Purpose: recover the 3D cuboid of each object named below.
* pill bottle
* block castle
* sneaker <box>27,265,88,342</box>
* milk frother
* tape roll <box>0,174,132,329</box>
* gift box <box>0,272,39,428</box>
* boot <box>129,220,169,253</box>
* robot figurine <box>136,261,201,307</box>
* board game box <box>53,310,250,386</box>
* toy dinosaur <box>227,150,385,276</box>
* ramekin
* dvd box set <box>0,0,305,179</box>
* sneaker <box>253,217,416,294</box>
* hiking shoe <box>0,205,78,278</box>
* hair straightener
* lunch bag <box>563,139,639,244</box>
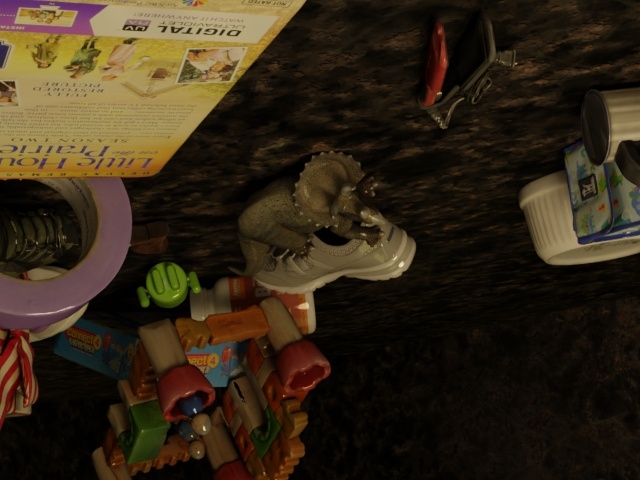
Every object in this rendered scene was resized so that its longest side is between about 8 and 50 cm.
[{"bbox_3d":[-0.121,0.119,1.791,0.216,0.121,0.121,-7,167,-4],"label":"pill bottle"},{"bbox_3d":[-0.187,0.321,1.687,0.303,0.213,0.453,-8,142,-34],"label":"block castle"},{"bbox_3d":[-0.439,0.096,1.604,0.152,0.114,0.305,-21,180,-44],"label":"sneaker"},{"bbox_3d":[0.357,-0.139,1.032,0.135,0.129,0.143,-7,124,-5],"label":"milk frother"},{"bbox_3d":[-0.281,-0.013,0.953,0.189,0.189,0.080,-2,166,-25],"label":"tape roll"},{"bbox_3d":[-0.522,0.140,1.351,0.258,0.255,0.276,-5,174,-2],"label":"gift box"},{"bbox_3d":[-0.262,0.000,1.389,0.106,0.037,0.114,-3,171,-12],"label":"boot"},{"bbox_3d":[-0.249,0.073,1.632,0.101,0.067,0.115,-18,169,-10],"label":"robot figurine"},{"bbox_3d":[-0.293,0.204,1.909,0.308,0.086,0.302,5,-176,-45],"label":"board game box"},{"bbox_3d":[-0.026,-0.038,1.242,0.313,0.121,0.160,-13,155,41],"label":"toy dinosaur"},{"bbox_3d":[0.396,-0.035,1.444,0.207,0.109,0.207,-7,167,-2],"label":"ramekin"},{"bbox_3d":[-0.211,-0.137,0.735,0.308,0.062,0.420,-2,166,-25],"label":"dvd box set"},{"bbox_3d":[0.000,0.000,1.470,0.281,0.105,0.115,-12,134,35],"label":"sneaker"},{"bbox_3d":[-0.354,-0.014,1.198,0.114,0.086,0.227,-20,175,-8],"label":"hiking shoe"},{"bbox_3d":[0.139,-0.147,0.928,0.089,0.047,0.230,-7,168,0],"label":"hair straightener"},{"bbox_3d":[0.374,-0.071,1.222,0.151,0.128,0.096,-15,164,38],"label":"lunch bag"}]
